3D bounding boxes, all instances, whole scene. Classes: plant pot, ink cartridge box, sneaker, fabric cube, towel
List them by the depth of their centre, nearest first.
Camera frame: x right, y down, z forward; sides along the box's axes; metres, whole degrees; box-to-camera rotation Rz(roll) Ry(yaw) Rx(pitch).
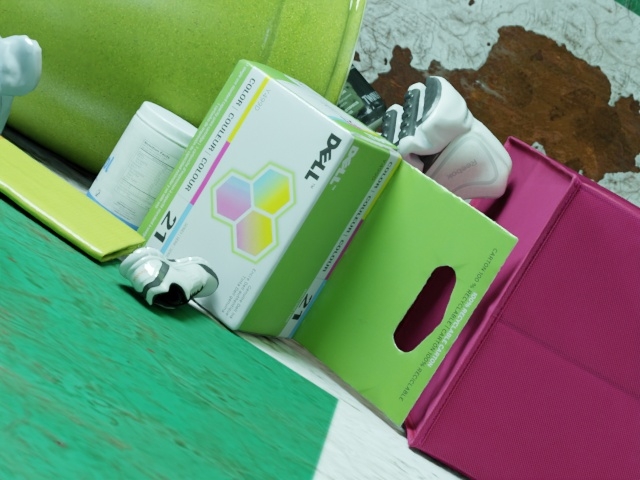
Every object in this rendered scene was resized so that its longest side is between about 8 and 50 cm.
[{"bbox_3d":[-0.110,0.036,1.117,0.044,0.040,0.109,53,19,23],"label":"sneaker"},{"bbox_3d":[-0.253,-0.054,1.168,0.237,0.021,0.102,34,13,7],"label":"towel"},{"bbox_3d":[0.000,0.000,1.178,0.255,0.189,0.097,37,10,30],"label":"ink cartridge box"},{"bbox_3d":[0.230,0.094,1.264,0.258,0.259,0.254,29,9,-10],"label":"fabric cube"},{"bbox_3d":[0.048,-0.022,1.317,0.118,0.292,0.110,36,43,-21],"label":"sneaker"},{"bbox_3d":[-0.188,-0.219,1.389,0.353,0.366,0.366,18,12,-19],"label":"plant pot"}]

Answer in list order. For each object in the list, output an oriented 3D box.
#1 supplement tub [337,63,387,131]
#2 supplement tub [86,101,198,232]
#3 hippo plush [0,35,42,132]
[{"bbox_3d":[-0.087,-0.207,1.716,0.316,0.193,0.193,51,8,1],"label":"supplement tub"},{"bbox_3d":[-0.149,-0.056,1.251,0.071,0.107,0.071,31,7,-5],"label":"supplement tub"},{"bbox_3d":[-0.273,-0.157,0.901,0.236,0.234,0.294,39,-5,-4],"label":"hippo plush"}]
